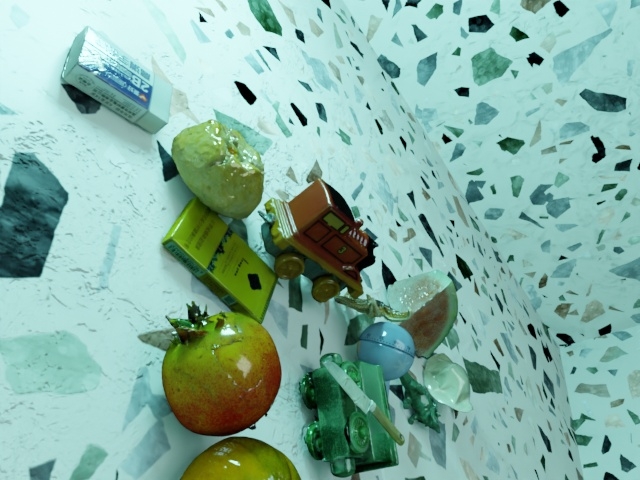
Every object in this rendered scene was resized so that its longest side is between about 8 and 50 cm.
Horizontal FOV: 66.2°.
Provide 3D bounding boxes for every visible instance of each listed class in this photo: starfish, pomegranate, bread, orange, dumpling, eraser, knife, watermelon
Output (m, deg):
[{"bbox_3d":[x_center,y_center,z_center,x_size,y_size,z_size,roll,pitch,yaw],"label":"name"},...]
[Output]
[{"bbox_3d":[0.145,0.184,1.357,0.216,0.238,0.071,10,88,-63],"label":"starfish"},{"bbox_3d":[-0.175,0.217,0.840,0.235,0.210,0.210,60,30,-20],"label":"pomegranate"},{"bbox_3d":[-0.214,-0.167,1.117,0.244,0.134,0.245,44,22,-23],"label":"bread"},{"bbox_3d":[-0.121,0.430,0.774,0.240,0.171,0.240,30,52,-49],"label":"orange"},{"bbox_3d":[0.424,0.475,1.662,0.166,0.126,0.216,15,60,-19],"label":"dumpling"},{"bbox_3d":[-0.414,-0.330,1.026,0.210,0.067,0.125,31,42,-44],"label":"eraser"},{"bbox_3d":[0.096,0.349,1.044,0.298,0.017,0.047,52,37,-20],"label":"knife"},{"bbox_3d":[0.332,0.246,1.629,0.310,0.231,0.193,98,-3,-46],"label":"watermelon"}]

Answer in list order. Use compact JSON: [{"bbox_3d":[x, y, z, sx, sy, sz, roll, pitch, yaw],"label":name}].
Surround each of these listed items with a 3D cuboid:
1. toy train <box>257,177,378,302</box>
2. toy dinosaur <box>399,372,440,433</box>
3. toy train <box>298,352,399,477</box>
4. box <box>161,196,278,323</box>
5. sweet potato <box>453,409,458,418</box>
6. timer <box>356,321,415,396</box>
[{"bbox_3d":[0.000,0.000,1.218,0.369,0.231,0.163,36,24,-39],"label":"toy train"},{"bbox_3d":[0.285,0.474,1.473,0.292,0.079,0.120,53,26,-22],"label":"toy dinosaur"},{"bbox_3d":[0.062,0.396,1.122,0.201,0.145,0.266,31,43,-46],"label":"toy train"},{"bbox_3d":[-0.208,0.046,1.076,0.279,0.040,0.153,49,32,-24],"label":"box"},{"bbox_3d":[0.477,0.570,1.730,0.049,0.049,0.117,37,50,-37],"label":"sweet potato"},{"bbox_3d":[0.150,0.340,1.333,0.175,0.256,0.175,33,2,-1],"label":"timer"}]
